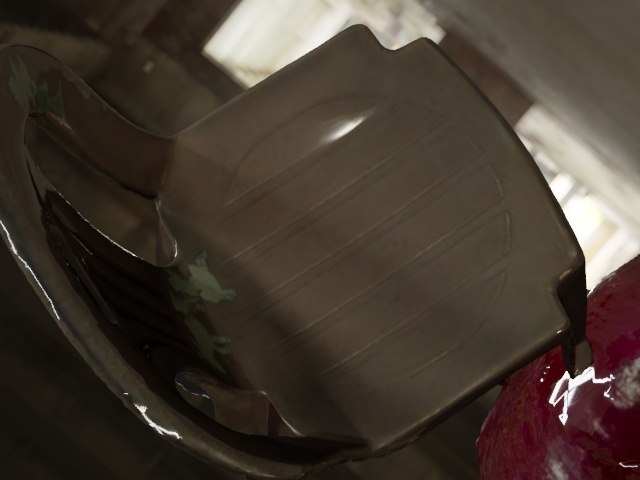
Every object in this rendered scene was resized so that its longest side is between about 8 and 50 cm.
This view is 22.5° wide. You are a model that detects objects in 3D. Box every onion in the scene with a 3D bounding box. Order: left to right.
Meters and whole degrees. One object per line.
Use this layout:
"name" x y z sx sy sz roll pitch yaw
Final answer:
"onion" 0.200 0.104 0.848 0.216 0.207 0.206 46 -149 17

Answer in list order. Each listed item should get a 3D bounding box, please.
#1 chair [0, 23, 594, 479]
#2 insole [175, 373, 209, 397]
"chair" 0.002 0.001 0.634 0.176 0.183 0.326 56 176 13
"insole" 0.000 0.000 0.909 0.080 0.232 0.003 42 162 6
